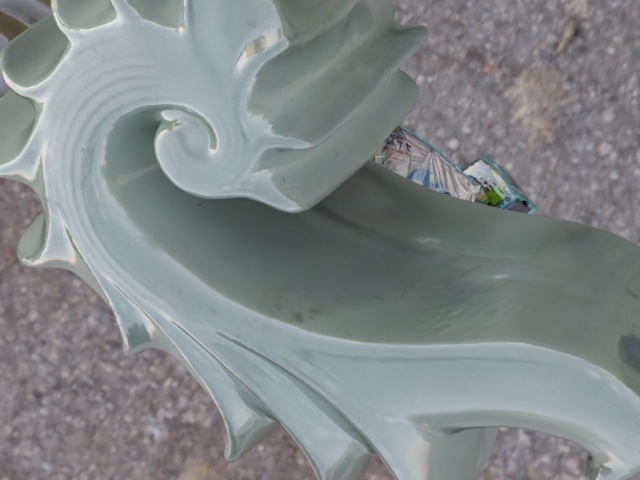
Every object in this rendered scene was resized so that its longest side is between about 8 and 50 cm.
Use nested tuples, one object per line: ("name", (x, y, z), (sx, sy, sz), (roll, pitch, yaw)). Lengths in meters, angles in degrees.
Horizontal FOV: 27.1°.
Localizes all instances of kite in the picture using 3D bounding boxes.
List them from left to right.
("kite", (0.093, -0.018, 1.683), (0.011, 0.335, 0.314), (13, 154, -37))

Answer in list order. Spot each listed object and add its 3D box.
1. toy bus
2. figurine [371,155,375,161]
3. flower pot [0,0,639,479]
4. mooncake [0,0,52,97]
("toy bus", (0.150, -0.005, 1.745), (0.262, 0.091, 0.109), (-34, 65, 15))
("figurine", (-0.004, -0.076, 1.892), (0.287, 0.186, 0.176), (51, 174, -23))
("flower pot", (0.000, 0.000, 0.701), (0.367, 0.164, 0.254), (47, 134, -8))
("mooncake", (-0.496, -0.297, 1.832), (0.378, 0.378, 0.201), (37, 165, -5))
